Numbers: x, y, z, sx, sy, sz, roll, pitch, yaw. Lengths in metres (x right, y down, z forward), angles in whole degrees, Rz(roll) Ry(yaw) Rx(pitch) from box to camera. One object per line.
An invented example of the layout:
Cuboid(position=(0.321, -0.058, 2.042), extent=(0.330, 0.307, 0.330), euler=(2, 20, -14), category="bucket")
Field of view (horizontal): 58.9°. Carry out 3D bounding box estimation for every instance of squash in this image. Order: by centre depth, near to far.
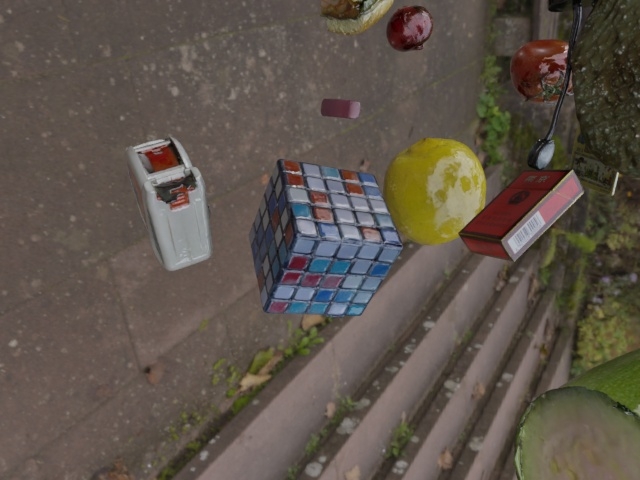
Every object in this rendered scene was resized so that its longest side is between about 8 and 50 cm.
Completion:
Cuboid(position=(0.485, 0.283, 0.793), extent=(0.384, 0.263, 0.263), euler=(-7, 108, -33), category="squash")

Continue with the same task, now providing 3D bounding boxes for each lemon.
Cuboid(position=(0.358, -0.153, 1.783), extent=(0.348, 0.347, 0.348), euler=(-27, 122, -53), category="lemon")

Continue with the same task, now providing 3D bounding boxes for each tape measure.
Cuboid(position=(-0.307, -0.085, 1.166), extent=(0.130, 0.265, 0.258), euler=(-20, 143, -18), category="tape measure")

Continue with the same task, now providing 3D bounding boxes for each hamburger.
Cuboid(position=(0.117, -0.600, 1.440), extent=(0.207, 0.155, 0.135), euler=(-32, 143, -37), category="hamburger")

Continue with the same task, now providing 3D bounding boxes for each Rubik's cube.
Cuboid(position=(0.000, 0.000, 1.469), extent=(0.291, 0.293, 0.287), euler=(8, 133, -22), category="Rubik's cube")

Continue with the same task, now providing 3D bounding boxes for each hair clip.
Cuboid(position=(0.056, -0.398, 1.710), extent=(0.022, 0.137, 0.054), euler=(-4, 105, -59), category="hair clip")

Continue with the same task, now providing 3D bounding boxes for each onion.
Cuboid(position=(0.241, -0.567, 1.523), extent=(0.131, 0.131, 0.131), euler=(-27, 122, -53), category="onion")

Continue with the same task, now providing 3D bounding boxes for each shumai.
Cuboid(position=(0.689, -0.314, 1.037), extent=(0.323, 0.324, 0.398), euler=(-4, 100, -20), category="shumai")

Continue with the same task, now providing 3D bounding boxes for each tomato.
Cuboid(position=(0.539, -0.411, 1.368), extent=(0.167, 0.167, 0.167), euler=(-27, 122, -53), category="tomato")

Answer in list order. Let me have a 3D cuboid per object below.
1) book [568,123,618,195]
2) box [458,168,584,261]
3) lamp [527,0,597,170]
Cuboid(position=(0.814, -0.244, 1.677), extent=(0.013, 0.168, 0.192), euler=(-12, 117, -23), category="book")
Cuboid(position=(0.443, -0.062, 1.262), extent=(0.239, 0.153, 0.074), euler=(-41, 106, -13), category="box")
Cuboid(position=(0.489, -0.342, 1.199), extent=(0.130, 0.108, 0.371), euler=(-12, 120, -42), category="lamp")
